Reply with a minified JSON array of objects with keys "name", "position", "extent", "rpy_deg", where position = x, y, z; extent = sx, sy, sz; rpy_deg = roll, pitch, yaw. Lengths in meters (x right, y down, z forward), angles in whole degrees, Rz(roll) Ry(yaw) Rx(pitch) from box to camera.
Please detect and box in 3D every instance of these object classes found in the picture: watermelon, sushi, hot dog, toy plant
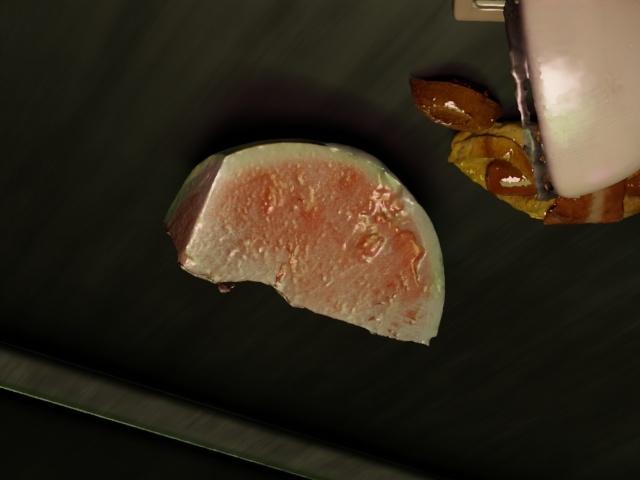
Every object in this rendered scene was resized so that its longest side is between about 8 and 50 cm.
[{"name":"watermelon","position":[0.000,0.000,1.255],"extent":[0.305,0.180,0.224],"rpy_deg":[20,157,-21]},{"name":"sushi","position":[0.136,-0.135,1.160],"extent":[0.099,0.047,0.050],"rpy_deg":[23,159,-21]},{"name":"hot dog","position":[0.260,-0.065,1.194],"extent":[0.262,0.093,0.123],"rpy_deg":[-2,144,11]},{"name":"toy plant","position":[0.316,-0.166,0.910],"extent":[0.332,0.247,0.247],"rpy_deg":[-9,141,18]}]

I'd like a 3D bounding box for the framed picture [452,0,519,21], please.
[{"name":"framed picture","position":[0.272,-0.268,0.976],"extent":[0.324,0.020,0.240],"rpy_deg":[3,145,5]}]
